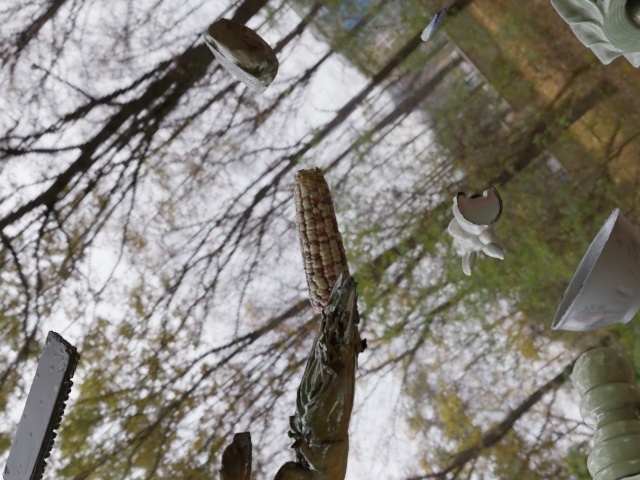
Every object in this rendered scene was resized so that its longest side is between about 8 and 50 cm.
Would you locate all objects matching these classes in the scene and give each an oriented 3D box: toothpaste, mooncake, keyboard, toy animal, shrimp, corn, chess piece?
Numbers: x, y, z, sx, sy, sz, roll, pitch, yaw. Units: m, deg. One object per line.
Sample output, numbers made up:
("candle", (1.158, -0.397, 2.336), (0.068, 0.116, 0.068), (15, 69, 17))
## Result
("toothpaste", (0.181, -0.345, 1.266), (0.015, 0.024, 0.083), (51, 162, 5))
("mooncake", (-0.127, -0.312, 1.320), (0.130, 0.073, 0.125), (37, 179, -1))
("keyboard", (-0.373, 0.235, 1.062), (0.072, 0.231, 0.023), (29, -166, 38))
("toy animal", (0.224, -0.018, 1.130), (0.085, 0.071, 0.124), (59, 168, 23))
("shrimp", (-0.027, 0.179, 0.808), (0.169, 0.296, 0.058), (-3, -165, -44))
("corn", (0.000, 0.000, 1.273), (0.079, 0.080, 0.237), (-18, -83, -73))
("chess piece", (0.474, 0.284, 1.278), (0.133, 0.133, 0.243), (35, -143, -39))

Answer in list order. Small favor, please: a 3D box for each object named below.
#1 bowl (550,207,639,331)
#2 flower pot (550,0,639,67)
("bowl", (0.393, 0.058, 1.074), (0.086, 0.189, 0.189), (29, -168, 13))
("flower pot", (0.550, -0.468, 1.272), (0.254, 0.367, 0.164), (39, -152, -26))
